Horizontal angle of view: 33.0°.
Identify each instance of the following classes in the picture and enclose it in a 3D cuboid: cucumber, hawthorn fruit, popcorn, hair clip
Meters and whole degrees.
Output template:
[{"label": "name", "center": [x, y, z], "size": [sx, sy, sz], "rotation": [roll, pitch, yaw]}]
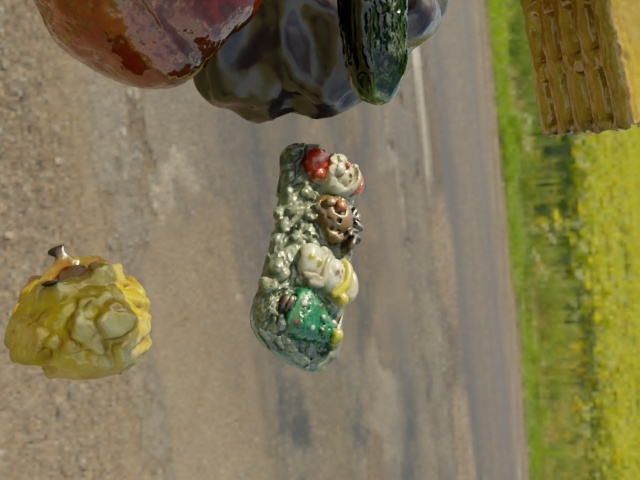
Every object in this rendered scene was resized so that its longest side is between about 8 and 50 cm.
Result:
[{"label": "cucumber", "center": [0.049, -0.248, 1.032], "size": [0.074, 0.075, 0.241], "rotation": [23, 66, -71]}, {"label": "hawthorn fruit", "center": [-0.188, -0.284, 1.111], "size": [0.262, 0.258, 0.258], "rotation": [-1, 88, -59]}, {"label": "popcorn", "center": [-0.253, 0.084, 1.135], "size": [0.148, 0.167, 0.152], "rotation": [-37, 116, -51]}, {"label": "hair clip", "center": [0.001, 0.000, 1.333], "size": [0.138, 0.091, 0.321], "rotation": [35, 44, -32]}]

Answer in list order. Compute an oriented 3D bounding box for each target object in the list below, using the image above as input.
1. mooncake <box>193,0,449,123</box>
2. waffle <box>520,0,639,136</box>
[{"label": "mooncake", "center": [-0.043, -0.331, 1.373], "size": [0.381, 0.351, 0.212], "rotation": [47, 17, -8]}, {"label": "waffle", "center": [0.260, -0.216, 1.077], "size": [0.248, 0.055, 0.221], "rotation": [-141, -140, -83]}]
